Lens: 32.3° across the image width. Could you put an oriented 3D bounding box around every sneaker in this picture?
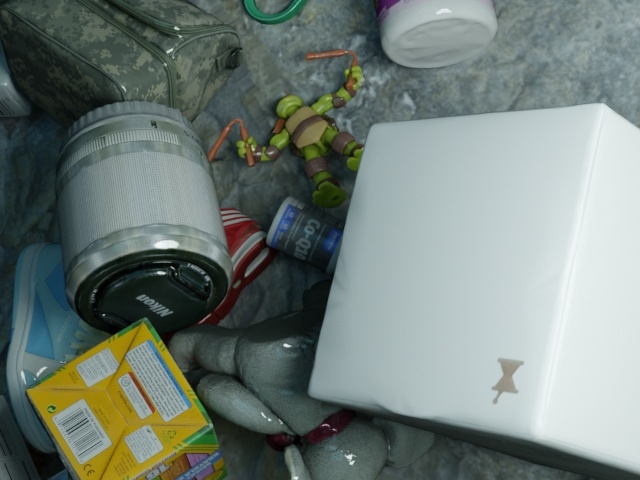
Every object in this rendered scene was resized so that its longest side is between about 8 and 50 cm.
[{"bbox_3d":[-0.338,0.140,1.610,0.208,0.127,0.319,-10,73,17],"label":"sneaker"},{"bbox_3d":[-0.177,0.045,1.618,0.221,0.087,0.128,-42,57,-9],"label":"sneaker"}]

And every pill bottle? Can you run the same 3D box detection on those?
[{"bbox_3d":[0.000,0.000,1.549,0.137,0.078,0.078,25,84,5],"label":"pill bottle"},{"bbox_3d":[0.149,-0.414,1.579,0.169,0.169,0.302,-12,72,15],"label":"pill bottle"}]

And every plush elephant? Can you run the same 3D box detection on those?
[{"bbox_3d":[-0.005,0.220,1.423,0.271,0.330,0.256,-20,104,-21],"label":"plush elephant"}]

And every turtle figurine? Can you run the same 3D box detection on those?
[{"bbox_3d":[-0.020,-0.142,1.601,0.269,0.087,0.217,-34,52,-1],"label":"turtle figurine"}]

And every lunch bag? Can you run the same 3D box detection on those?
[{"bbox_3d":[-0.300,-0.294,1.675,0.305,0.213,0.256,34,56,22],"label":"lunch bag"}]

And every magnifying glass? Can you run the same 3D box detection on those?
[{"bbox_3d":[-0.013,-0.412,1.710,0.231,0.026,0.092,-27,69,9],"label":"magnifying glass"}]

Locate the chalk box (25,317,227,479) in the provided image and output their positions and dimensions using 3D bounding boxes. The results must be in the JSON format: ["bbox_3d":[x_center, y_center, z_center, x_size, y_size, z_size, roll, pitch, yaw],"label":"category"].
[{"bbox_3d":[-0.244,0.267,1.471,0.179,0.289,0.180,-31,68,-14],"label":"chalk box"}]

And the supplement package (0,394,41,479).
[{"bbox_3d":[-0.523,0.335,1.442,0.199,0.262,0.198,-31,76,10],"label":"supplement package"}]

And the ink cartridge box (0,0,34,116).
[{"bbox_3d":[-0.592,-0.379,1.878,0.308,0.091,0.385,-1,58,18],"label":"ink cartridge box"}]

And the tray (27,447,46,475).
[{"bbox_3d":[-0.629,0.341,1.645,0.410,0.076,0.203,20,89,16],"label":"tray"}]

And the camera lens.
[{"bbox_3d":[-0.243,-0.024,1.500,0.219,0.219,0.274,-23,55,11],"label":"camera lens"}]

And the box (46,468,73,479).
[{"bbox_3d":[-0.309,0.412,1.556,0.114,0.036,0.207,-30,67,-11],"label":"box"}]

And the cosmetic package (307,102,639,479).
[{"bbox_3d":[0.261,0.078,1.229,0.329,0.393,0.328,2,74,49],"label":"cosmetic package"}]
